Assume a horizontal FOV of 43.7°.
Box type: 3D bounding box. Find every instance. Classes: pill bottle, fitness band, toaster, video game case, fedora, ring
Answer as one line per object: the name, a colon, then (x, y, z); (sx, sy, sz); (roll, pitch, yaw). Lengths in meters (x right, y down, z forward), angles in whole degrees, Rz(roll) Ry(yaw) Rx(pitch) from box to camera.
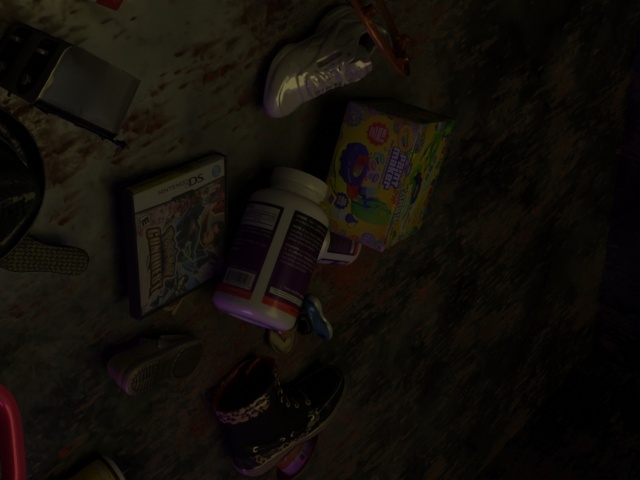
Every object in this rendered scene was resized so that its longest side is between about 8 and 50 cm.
pill bottle: (-0.093, 0.017, 1.677); (0.181, 0.182, 0.322); (35, 72, -53)
fitness band: (-0.608, 0.379, 1.376); (0.209, 0.054, 0.290); (-12, 102, -56)
pill bottle: (0.000, 0.000, 1.866); (0.193, 0.108, 0.108); (9, 107, -52)
toaster: (-0.383, -0.237, 1.210); (0.186, 0.168, 0.110); (24, 94, -53)
video game case: (-0.276, -0.011, 1.563); (0.248, 0.035, 0.274); (-30, 133, -46)
fedora: (-0.081, 0.549, 2.134); (0.079, 0.194, 0.194); (34, 85, -16)
ring: (0.097, -0.467, 1.523); (0.032, 0.336, 0.336); (-26, 147, 18)
pill bottle: (-0.498, 0.537, 1.648); (0.184, 0.103, 0.103); (-31, 135, -33)
fedora: (-0.533, -0.045, 1.160); (0.334, 0.152, 0.334); (-23, 126, -36)

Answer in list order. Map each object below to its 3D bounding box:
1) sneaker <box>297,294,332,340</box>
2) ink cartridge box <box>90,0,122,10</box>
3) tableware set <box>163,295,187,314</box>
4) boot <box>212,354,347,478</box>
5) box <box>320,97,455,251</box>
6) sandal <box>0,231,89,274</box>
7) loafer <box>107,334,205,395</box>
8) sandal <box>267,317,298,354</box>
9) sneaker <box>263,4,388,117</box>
sneaker: (-0.024, 0.217, 2.022); (0.084, 0.058, 0.152); (-45, 137, -28)
ink cartridge box: (-0.355, -0.429, 1.163); (0.175, 0.072, 0.127); (7, 128, -49)
tableware set: (-0.306, 0.074, 1.631); (0.141, 0.020, 0.169); (-56, 143, -6)
boot: (-0.099, 0.392, 1.998); (0.377, 0.138, 0.284); (-36, 137, -21)
box: (0.152, -0.159, 1.817); (0.279, 0.177, 0.289); (-23, 132, -64)
sandal: (-0.487, 0.025, 1.361); (0.179, 0.040, 0.067); (16, 87, -38)
loafer: (-0.336, 0.241, 1.655); (0.268, 0.092, 0.101); (-7, 121, -65)
sandal: (-0.080, 0.196, 1.935); (0.072, 0.049, 0.180); (12, 104, -24)
sneaker: (0.009, -0.354, 1.603); (0.305, 0.152, 0.114); (-48, 147, -15)
